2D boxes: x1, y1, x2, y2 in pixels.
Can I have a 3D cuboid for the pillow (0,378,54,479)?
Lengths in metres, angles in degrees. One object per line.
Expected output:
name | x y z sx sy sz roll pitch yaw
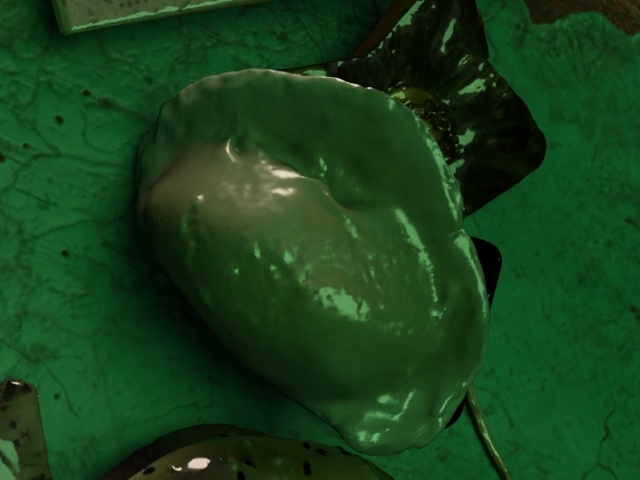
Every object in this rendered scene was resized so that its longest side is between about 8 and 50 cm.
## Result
pillow | -0.257 0.237 1.536 0.093 0.051 0.241 -9 88 -34

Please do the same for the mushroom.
mushroom | 0.160 0.181 1.789 0.286 0.026 0.028 55 47 -9

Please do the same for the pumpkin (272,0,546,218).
pumpkin | 0.065 -0.105 1.736 0.290 0.095 0.258 -37 113 -18

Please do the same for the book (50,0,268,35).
book | -0.077 -0.337 1.670 0.389 0.032 0.268 -13 79 -18

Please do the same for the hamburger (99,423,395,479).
hamburger | -0.046 0.302 1.561 0.277 0.195 0.318 -22 99 -28

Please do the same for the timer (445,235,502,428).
timer | 0.086 0.082 1.715 0.144 0.055 0.187 10 97 -27

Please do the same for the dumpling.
dumpling | -0.016 0.025 1.563 0.321 0.270 0.211 39 55 -17
